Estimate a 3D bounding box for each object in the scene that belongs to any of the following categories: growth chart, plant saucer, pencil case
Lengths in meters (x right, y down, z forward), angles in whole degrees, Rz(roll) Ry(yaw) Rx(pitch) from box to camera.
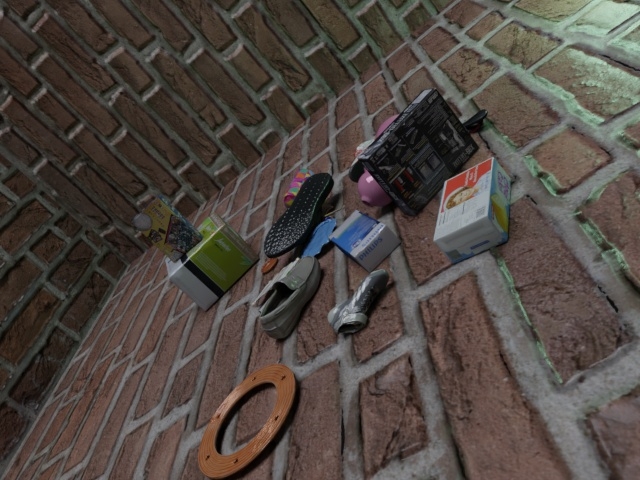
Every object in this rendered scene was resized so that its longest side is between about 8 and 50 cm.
[{"bbox_3d":[-0.153,0.140,1.984,0.237,0.021,0.172,-40,8,47],"label":"growth chart"},{"bbox_3d":[-0.198,0.098,2.251,0.083,0.013,0.083,-37,21,17],"label":"plant saucer"},{"bbox_3d":[-0.091,-0.223,2.566,0.104,0.104,0.236,-29,27,33],"label":"pencil case"}]

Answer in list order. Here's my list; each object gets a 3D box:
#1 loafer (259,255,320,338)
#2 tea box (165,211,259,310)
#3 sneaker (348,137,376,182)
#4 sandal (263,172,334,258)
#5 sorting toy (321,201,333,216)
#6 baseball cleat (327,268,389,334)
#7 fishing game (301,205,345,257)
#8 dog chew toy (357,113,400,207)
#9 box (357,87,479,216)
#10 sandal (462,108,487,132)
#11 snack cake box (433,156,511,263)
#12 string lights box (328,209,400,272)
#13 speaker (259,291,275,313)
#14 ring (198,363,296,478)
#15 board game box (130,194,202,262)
[{"bbox_3d":[-0.092,0.156,1.791,0.112,0.111,0.319,-9,38,35],"label":"loafer"},{"bbox_3d":[-0.477,0.080,2.496,0.323,0.220,0.329,-45,21,-6],"label":"tea box"},{"bbox_3d":[0.172,-0.311,2.271,0.270,0.090,0.145,-49,20,-26],"label":"sneaker"},{"bbox_3d":[-0.058,-0.082,2.203,0.167,0.107,0.446,2,46,38],"label":"sandal"},{"bbox_3d":[0.013,-0.123,2.275,0.083,0.045,0.075,-49,41,-14],"label":"sorting toy"},{"bbox_3d":[0.114,0.168,1.503,0.206,0.072,0.109,-44,37,4],"label":"baseball cleat"},{"bbox_3d":[0.000,0.000,2.051,0.189,0.041,0.264,-27,30,54],"label":"fishing game"},{"bbox_3d":[0.238,-0.254,1.901,0.332,0.206,0.206,-56,23,-13],"label":"dog chew toy"},{"bbox_3d":[0.299,-0.265,1.735,0.307,0.242,0.076,-47,21,-9],"label":"box"},{"bbox_3d":[0.499,-0.378,1.890,0.067,0.040,0.179,-47,6,-19],"label":"sandal"},{"bbox_3d":[0.382,-0.079,1.442,0.152,0.089,0.264,-29,24,37],"label":"snack cake box"},{"bbox_3d":[0.128,-0.004,1.769,0.133,0.077,0.259,-44,21,-2],"label":"string lights box"},{"bbox_3d":[-0.141,0.198,1.895,0.136,0.055,0.055,-50,22,-17],"label":"speaker"},{"bbox_3d":[-0.186,0.465,1.497,0.336,0.032,0.336,-36,21,16],"label":"ring"},{"bbox_3d":[-0.624,-0.046,2.351,0.165,0.243,0.042,-37,21,14],"label":"board game box"}]
